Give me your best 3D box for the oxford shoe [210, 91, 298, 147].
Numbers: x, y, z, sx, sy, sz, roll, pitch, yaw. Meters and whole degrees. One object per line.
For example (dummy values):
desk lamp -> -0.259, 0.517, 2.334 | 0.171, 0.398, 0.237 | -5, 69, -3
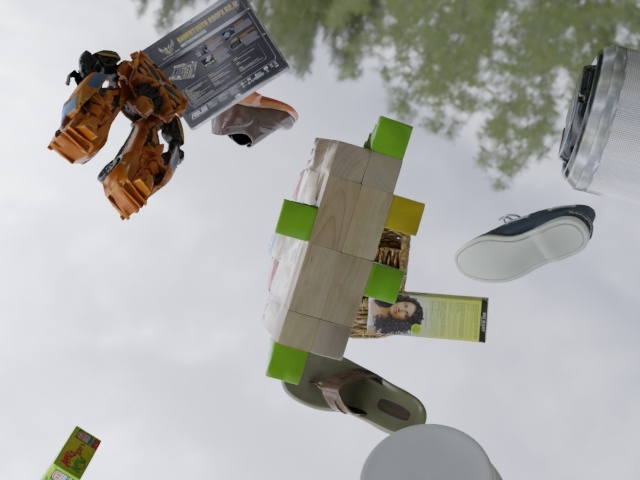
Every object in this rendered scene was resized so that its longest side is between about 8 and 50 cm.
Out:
oxford shoe -> -0.169, -0.292, 2.592 | 0.130, 0.132, 0.364 | 17, -175, 26

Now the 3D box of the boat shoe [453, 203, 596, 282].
boat shoe -> 0.337, -0.001, 1.768 | 0.095, 0.255, 0.079 | 54, -138, -12

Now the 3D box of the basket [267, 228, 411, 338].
basket -> 0.039, 0.072, 2.338 | 0.299, 0.223, 0.213 | 8, -155, 6

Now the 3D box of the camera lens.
camera lens -> 0.500, -0.154, 1.556 | 0.274, 0.219, 0.219 | 15, -147, 7

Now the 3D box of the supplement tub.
supplement tub -> 0.183, 0.458, 1.657 | 0.236, 0.324, 0.235 | -8, -135, 8

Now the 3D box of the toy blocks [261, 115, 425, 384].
toy blocks -> 0.000, 0.000, 1.563 | 0.191, 0.381, 0.261 | 16, -177, -14

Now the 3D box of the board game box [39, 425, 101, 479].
board game box -> -0.375, 0.351, 1.471 | 0.043, 0.181, 0.092 | 33, -157, -7

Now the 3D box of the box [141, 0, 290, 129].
box -> -0.204, -0.352, 2.084 | 0.183, 0.231, 0.056 | 57, -176, 0

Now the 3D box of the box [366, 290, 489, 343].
box -> 0.210, 0.146, 2.082 | 0.232, 0.087, 0.058 | 3, -175, 9

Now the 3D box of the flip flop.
flip flop -> 0.063, 0.281, 1.946 | 0.277, 0.112, 0.080 | 24, 170, 8

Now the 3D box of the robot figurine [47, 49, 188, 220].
robot figurine -> -0.265, -0.162, 1.481 | 0.211, 0.085, 0.291 | 47, -152, -22
